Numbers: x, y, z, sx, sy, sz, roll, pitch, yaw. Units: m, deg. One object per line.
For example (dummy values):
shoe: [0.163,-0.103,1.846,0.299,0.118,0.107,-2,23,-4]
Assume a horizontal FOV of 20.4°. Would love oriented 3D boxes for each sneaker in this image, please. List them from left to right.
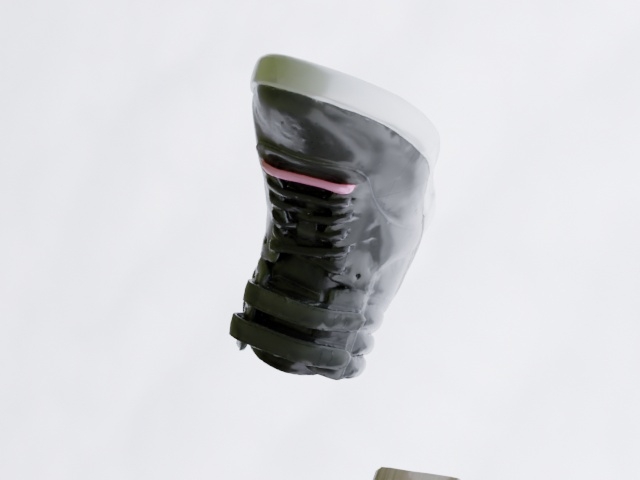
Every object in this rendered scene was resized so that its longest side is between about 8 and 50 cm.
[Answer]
sneaker: [0.000,0.000,1.047,0.105,0.296,0.147,19,-104,14]

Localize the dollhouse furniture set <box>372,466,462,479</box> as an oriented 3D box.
dollhouse furniture set: [0.223,0.319,1.229,0.394,0.256,0.362,6,-127,23]
